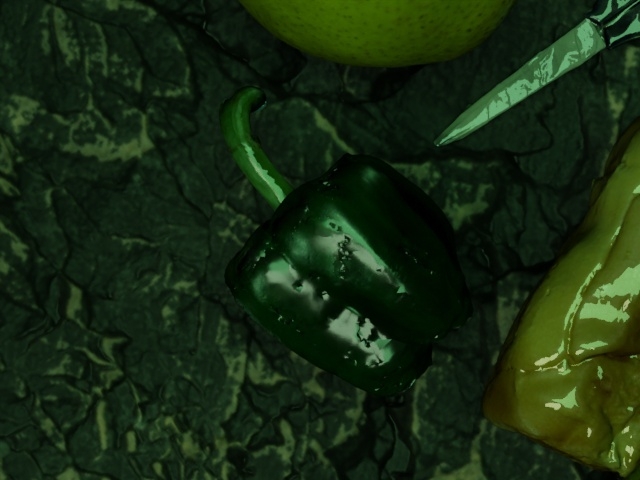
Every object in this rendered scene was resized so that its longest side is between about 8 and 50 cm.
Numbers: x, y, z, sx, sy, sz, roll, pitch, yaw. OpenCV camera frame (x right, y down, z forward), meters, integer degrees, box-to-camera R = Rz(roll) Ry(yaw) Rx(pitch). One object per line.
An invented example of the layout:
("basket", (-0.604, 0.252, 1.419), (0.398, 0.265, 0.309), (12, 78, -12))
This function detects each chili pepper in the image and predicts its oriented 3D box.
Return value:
("chili pepper", (0.000, 0.000, 1.385), (0.261, 0.174, 0.165), (41, 112, 4))

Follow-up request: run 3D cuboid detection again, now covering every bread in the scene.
("bread", (0.242, 0.033, 1.368), (0.132, 0.167, 0.294), (29, 86, 4))

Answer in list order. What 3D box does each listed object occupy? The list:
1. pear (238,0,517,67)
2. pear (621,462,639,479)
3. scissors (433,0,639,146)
("pear", (0.040, -0.270, 1.357), (0.294, 0.294, 0.294), (0, 85, 2))
("pear", (0.376, 0.228, 1.306), (0.307, 0.253, 0.252), (-11, 84, 5))
("scissors", (0.217, -0.163, 1.462), (0.300, 0.022, 0.109), (-36, 81, -1))
